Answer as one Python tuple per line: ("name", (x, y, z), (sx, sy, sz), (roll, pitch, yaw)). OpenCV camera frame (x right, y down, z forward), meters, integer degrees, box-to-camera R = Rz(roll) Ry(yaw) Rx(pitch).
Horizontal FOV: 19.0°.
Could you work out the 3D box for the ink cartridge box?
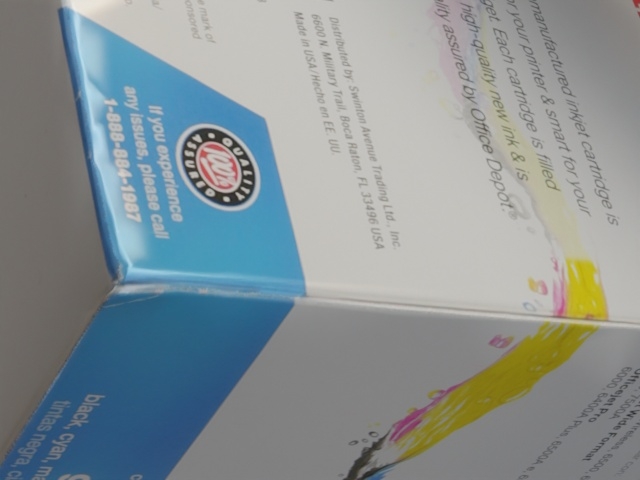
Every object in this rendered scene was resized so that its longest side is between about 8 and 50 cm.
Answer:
("ink cartridge box", (0.000, 0.000, 0.597), (0.168, 0.233, 0.171), (-53, 41, 43))
